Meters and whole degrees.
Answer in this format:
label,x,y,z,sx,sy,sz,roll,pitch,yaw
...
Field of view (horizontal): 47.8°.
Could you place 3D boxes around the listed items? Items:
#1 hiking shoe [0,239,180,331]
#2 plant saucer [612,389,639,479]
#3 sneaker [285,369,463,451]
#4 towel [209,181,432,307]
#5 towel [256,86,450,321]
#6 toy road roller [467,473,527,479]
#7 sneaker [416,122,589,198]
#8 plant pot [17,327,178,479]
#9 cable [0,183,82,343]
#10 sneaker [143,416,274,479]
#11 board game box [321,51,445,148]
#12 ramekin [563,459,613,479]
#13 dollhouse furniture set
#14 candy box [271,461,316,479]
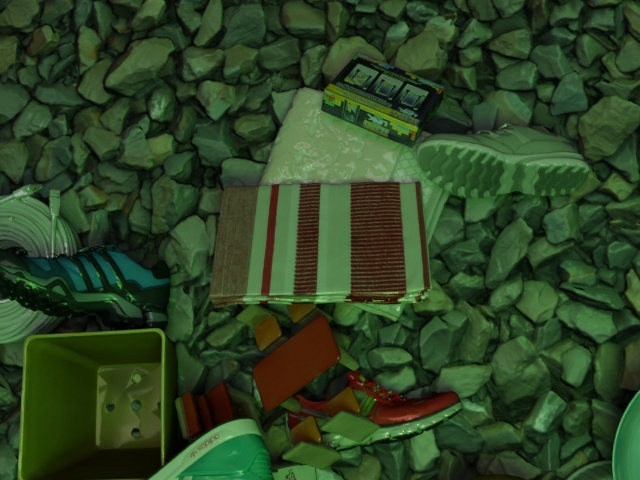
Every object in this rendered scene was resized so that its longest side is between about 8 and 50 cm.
label,x,y,z,sx,sy,sz,roll,pitch,yaw
hiking shoe,-0.382,0.057,1.161,0.304,0.113,0.132,23,62,-34
plant saucer,0.552,0.304,0.958,0.317,0.043,0.318,-1,85,13
sneaker,0.079,0.256,1.122,0.278,0.107,0.118,-10,71,3
towel,0.000,0.000,1.124,0.328,0.037,0.237,-1,50,4
towel,0.044,-0.066,1.223,0.316,0.053,0.332,20,79,10
toy road roller,0.256,0.491,0.998,0.202,0.240,0.330,-4,92,5
sneaker,0.290,-0.138,1.188,0.281,0.105,0.115,6,48,-11
plant pot,-0.316,0.255,1.117,0.212,0.187,0.212,-4,78,5
cable,-0.535,0.050,1.236,0.257,0.089,0.257,-14,78,3
sneaker,-0.161,0.391,0.959,0.295,0.123,0.178,-44,54,18
board game box,0.107,-0.240,1.223,0.170,0.048,0.141,25,49,12
ramekin,0.442,0.427,1.043,0.207,0.109,0.207,-1,77,5
dollhouse furniture set,-0.076,0.213,1.078,0.259,0.135,0.262,-40,48,18
candy box,-0.069,0.432,1.060,0.070,0.165,0.196,-11,75,29
